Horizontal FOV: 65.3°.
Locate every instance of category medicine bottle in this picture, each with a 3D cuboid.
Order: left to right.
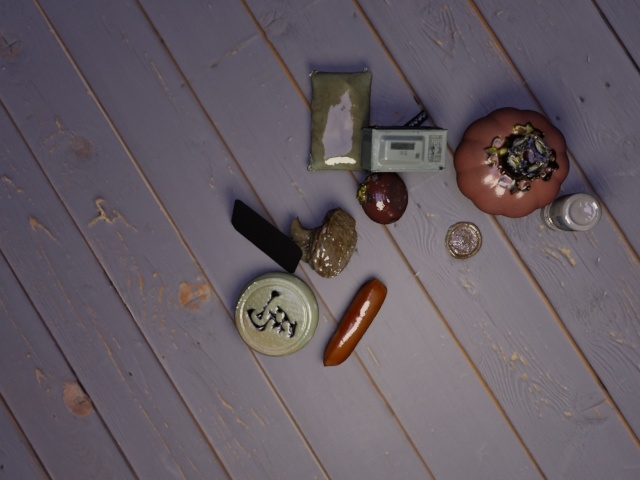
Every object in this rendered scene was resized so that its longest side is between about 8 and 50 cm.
[{"bbox_3d":[0.684,-0.076,1.371,0.105,0.168,0.105,0,91,5],"label":"medicine bottle"}]

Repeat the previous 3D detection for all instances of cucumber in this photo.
[{"bbox_3d":[0.258,-0.330,1.469,0.133,0.032,0.032,-39,88,3],"label":"cucumber"}]

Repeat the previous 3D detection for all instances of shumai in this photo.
[{"bbox_3d":[0.000,0.000,1.451,0.176,0.166,0.205,10,60,39],"label":"shumai"}]

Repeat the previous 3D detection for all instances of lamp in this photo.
[{"bbox_3d":[0.174,-0.123,1.430,0.156,0.135,0.157,-38,109,-36],"label":"lamp"},{"bbox_3d":[0.517,-0.211,1.346,0.306,0.239,0.305,0,90,3],"label":"lamp"}]

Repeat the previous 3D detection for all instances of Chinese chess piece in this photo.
[{"bbox_3d":[-0.129,0.216,1.469,0.250,0.101,0.250,0,90,5],"label":"Chinese chess piece"}]

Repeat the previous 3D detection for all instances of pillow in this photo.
[{"bbox_3d":[0.056,-0.353,1.463,0.185,0.075,0.302,2,93,2],"label":"pillow"}]

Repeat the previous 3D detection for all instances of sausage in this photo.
[{"bbox_3d":[0.100,0.245,1.459,0.083,0.089,0.300,30,93,-3],"label":"sausage"}]

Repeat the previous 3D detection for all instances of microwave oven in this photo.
[{"bbox_3d":[0.227,-0.258,1.385,0.208,0.162,0.122,-2,103,-9],"label":"microwave oven"}]

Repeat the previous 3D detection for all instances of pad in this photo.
[{"bbox_3d":[-0.125,-0.063,1.391,0.250,0.055,0.323,39,130,8],"label":"pad"}]

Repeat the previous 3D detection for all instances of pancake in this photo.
[{"bbox_3d":[0.420,0.000,1.471,0.115,0.011,0.114,0,89,4],"label":"pancake"}]
